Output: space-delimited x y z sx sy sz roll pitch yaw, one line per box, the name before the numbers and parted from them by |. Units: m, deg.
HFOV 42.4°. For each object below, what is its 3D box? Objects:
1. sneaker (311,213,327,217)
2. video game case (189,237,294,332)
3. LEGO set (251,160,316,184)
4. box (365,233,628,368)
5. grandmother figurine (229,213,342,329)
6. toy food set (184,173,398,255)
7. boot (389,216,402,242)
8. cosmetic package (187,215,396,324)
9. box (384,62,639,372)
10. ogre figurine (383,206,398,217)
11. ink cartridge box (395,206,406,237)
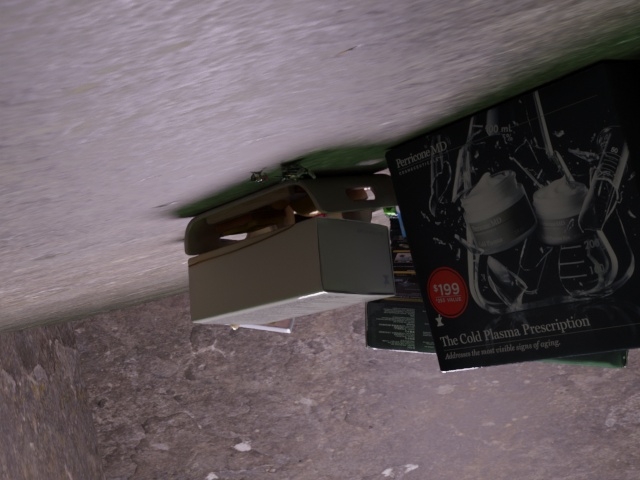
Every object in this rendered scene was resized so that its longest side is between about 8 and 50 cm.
sneaker | 0.000 0.000 1.759 0.121 0.112 0.299 -13 177 -19
video game case | -0.138 0.087 1.672 0.212 0.193 0.023 6 146 16
LEGO set | -0.047 -0.087 1.049 0.083 0.023 0.054 -1 174 0
box | 0.294 0.085 1.374 0.395 0.097 0.318 2 -161 13
grandmother figurine | -0.048 0.035 1.562 0.342 0.208 0.104 -35 -151 6
toy food set | -0.043 -0.030 1.313 0.306 0.092 0.220 -17 175 40
boot | 0.202 -0.038 1.904 0.045 0.121 0.099 -14 171 41
cosmetic package | -0.053 0.056 1.280 0.309 0.113 0.160 -18 163 42
box | 0.290 -0.018 1.043 0.179 0.312 0.343 -10 174 -43
ogre figurine | 0.229 -0.078 1.643 0.197 0.097 0.118 8 -179 -38
ink cartridge box | 0.188 -0.071 1.438 0.062 0.104 0.181 -12 176 -15
